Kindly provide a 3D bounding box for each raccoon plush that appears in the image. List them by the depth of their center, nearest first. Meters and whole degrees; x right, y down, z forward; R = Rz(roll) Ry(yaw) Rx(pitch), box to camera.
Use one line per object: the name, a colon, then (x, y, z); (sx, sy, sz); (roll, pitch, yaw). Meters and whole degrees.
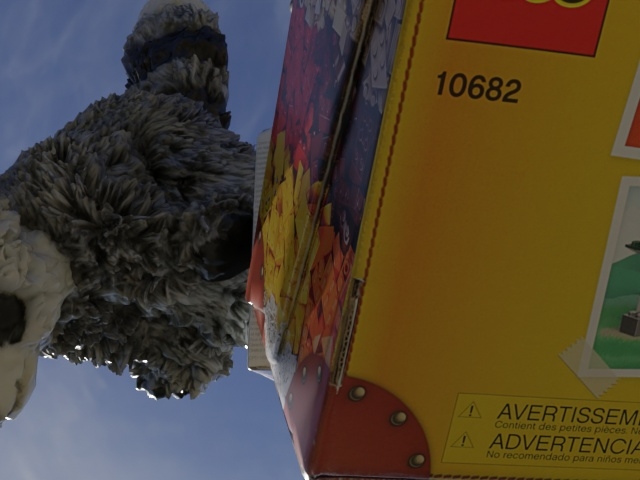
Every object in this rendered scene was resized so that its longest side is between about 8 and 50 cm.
raccoon plush: (-0.225, -0.042, 0.980); (0.299, 0.446, 0.216); (9, -55, -21)

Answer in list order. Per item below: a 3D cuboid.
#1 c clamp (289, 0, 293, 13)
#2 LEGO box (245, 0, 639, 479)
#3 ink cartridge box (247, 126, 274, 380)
c clamp: (0.044, -0.179, 1.003); (0.137, 0.161, 0.022); (-7, -103, -3)
LEGO box: (0.240, -0.072, 0.653); (0.500, 0.193, 0.373); (5, -67, -14)
ink cartridge box: (0.000, 0.000, 0.929); (0.045, 0.224, 0.223); (0, -14, 14)
